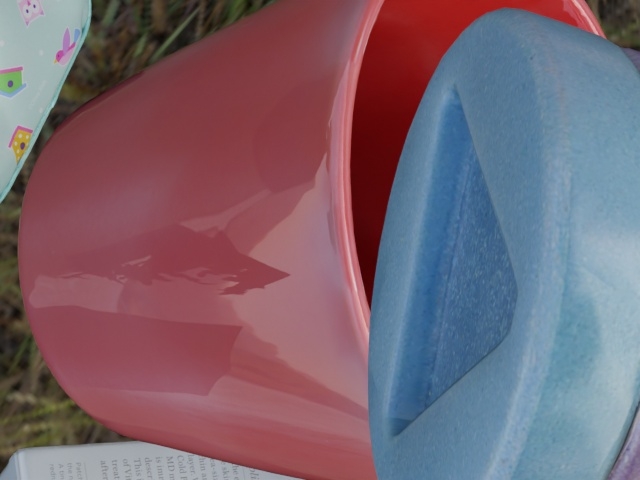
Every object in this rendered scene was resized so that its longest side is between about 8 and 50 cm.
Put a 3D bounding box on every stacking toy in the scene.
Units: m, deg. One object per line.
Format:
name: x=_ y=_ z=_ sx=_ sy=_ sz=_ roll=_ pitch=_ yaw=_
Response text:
stacking toy: x=0.071 y=0.046 z=0.308 sx=0.130 sy=0.309 sz=0.279 roll=9 pitch=145 yaw=-14

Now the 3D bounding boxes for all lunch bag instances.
lunch bag: x=-0.329 y=-0.169 z=1.459 sx=0.108 sy=0.279 sz=0.224 roll=8 pitch=153 yaw=32

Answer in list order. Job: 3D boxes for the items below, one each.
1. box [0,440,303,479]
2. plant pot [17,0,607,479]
box: x=-0.077 y=0.254 z=1.259 sx=0.345 sy=0.168 sz=0.215 roll=0 pitch=156 yaw=-26
plant pot: x=0.000 y=0.000 z=0.839 sx=0.243 sy=0.275 sz=0.275 roll=-9 pitch=112 yaw=39
